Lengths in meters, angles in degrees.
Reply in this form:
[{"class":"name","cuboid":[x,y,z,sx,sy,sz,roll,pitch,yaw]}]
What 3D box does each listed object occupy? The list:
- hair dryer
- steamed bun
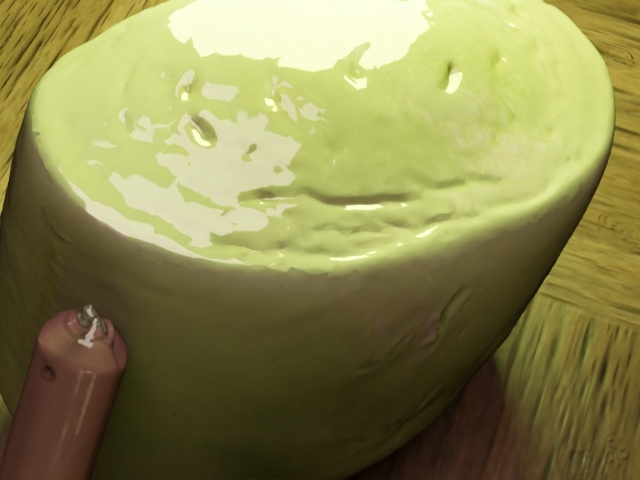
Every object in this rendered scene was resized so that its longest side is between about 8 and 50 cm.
[{"class":"hair dryer","cuboid":[-0.201,0.160,0.885,0.210,0.352,0.125,38,36,21]},{"class":"steamed bun","cuboid":[0.000,0.000,0.986,0.456,0.371,0.290,-21,68,-31]}]
